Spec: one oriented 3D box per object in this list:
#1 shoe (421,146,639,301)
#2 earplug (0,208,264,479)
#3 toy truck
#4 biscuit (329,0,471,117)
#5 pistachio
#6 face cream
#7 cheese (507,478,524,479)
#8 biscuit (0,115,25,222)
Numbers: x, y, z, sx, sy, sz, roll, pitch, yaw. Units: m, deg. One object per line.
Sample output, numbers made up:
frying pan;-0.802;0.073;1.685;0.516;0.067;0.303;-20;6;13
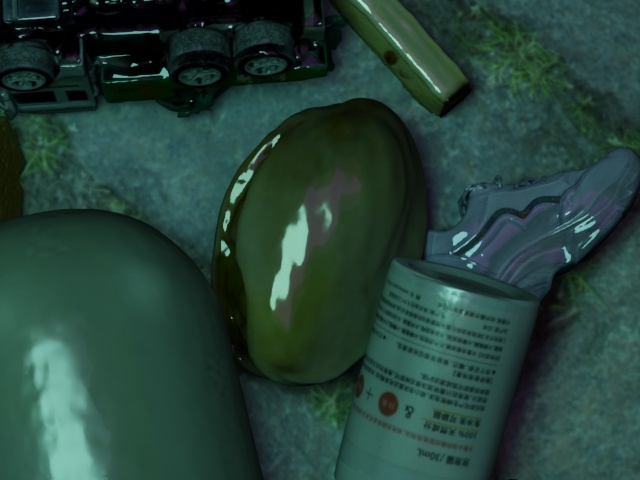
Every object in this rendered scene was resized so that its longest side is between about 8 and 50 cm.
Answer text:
shoe;0.206;-0.021;1.734;0.245;0.095;0.137;-44;88;-5
earplug;-0.211;0.171;1.551;0.312;0.312;0.394;-10;80;-7
toy truck;-0.154;-0.205;1.696;0.363;0.178;0.177;-3;70;-5
biscuit;0.077;-0.209;1.779;0.052;0.056;0.188;-41;84;-10
pistachio;0.000;0.000;1.683;0.197;0.166;0.288;18;90;-21
face cream;0.087;0.211;1.645;0.145;0.145;0.370;15;99;-2
cheese;0.177;0.282;1.699;0.145;0.038;0.095;-12;78;3
biscuit;-0.342;-0.062;1.675;0.050;0.170;0.170;-3;78;20
